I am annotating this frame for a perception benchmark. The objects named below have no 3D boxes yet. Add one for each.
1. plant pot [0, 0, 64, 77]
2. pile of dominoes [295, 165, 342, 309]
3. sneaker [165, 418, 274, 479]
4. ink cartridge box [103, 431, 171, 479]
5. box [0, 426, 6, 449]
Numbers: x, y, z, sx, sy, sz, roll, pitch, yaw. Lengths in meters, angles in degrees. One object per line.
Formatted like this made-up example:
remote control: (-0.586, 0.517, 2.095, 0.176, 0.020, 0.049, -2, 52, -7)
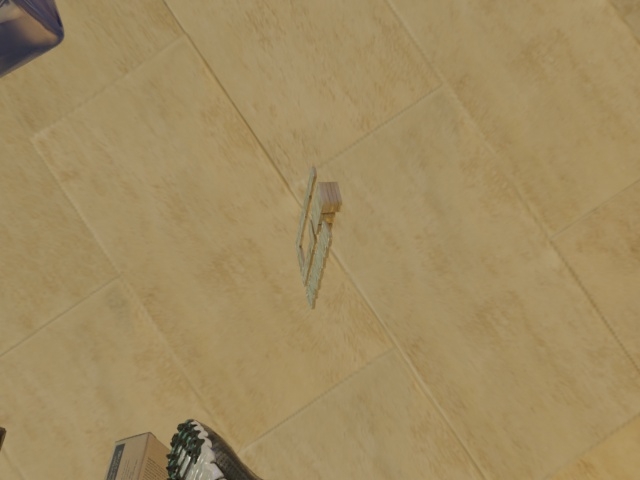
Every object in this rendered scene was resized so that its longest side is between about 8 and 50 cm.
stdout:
plant pot: (-0.347, -0.218, 0.641, 0.236, 0.212, 0.236, -27, 70, 3)
pile of dominoes: (0.000, 0.000, 1.821, 0.040, 0.251, 0.196, -2, 50, -13)
sneaker: (-0.087, 0.267, 0.997, 0.106, 0.234, 0.078, 22, 97, -32)
ink cartridge box: (-0.278, 0.477, 1.651, 0.088, 0.193, 0.234, -19, 130, 26)
box: (-0.716, 0.388, 1.458, 0.395, 0.097, 0.318, 11, 74, 14)
